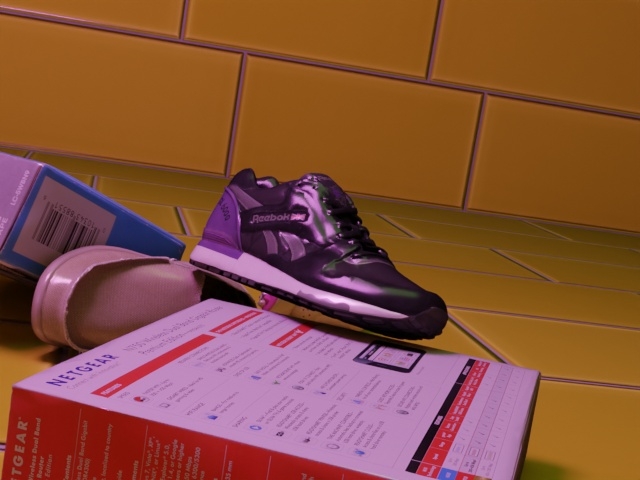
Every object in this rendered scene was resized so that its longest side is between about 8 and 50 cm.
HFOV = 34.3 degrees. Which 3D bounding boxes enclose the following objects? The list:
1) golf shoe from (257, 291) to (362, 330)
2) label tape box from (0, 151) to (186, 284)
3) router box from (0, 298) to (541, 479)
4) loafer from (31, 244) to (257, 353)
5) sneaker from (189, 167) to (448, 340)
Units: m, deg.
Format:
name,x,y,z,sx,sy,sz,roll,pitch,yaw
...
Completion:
name,x,y,z,sx,sy,sz,roll,pitch,yaw
golf shoe,0.009,0.047,1.316,0.140,0.115,0.306,20,15,1
label tape box,-0.349,-0.025,1.105,0.333,0.106,0.240,15,-12,32
router box,-0.006,0.134,0.744,0.301,0.082,0.335,11,9,14
loafer,-0.160,0.059,1.014,0.092,0.102,0.268,8,6,36
sneaker,0.000,0.000,0.939,0.283,0.124,0.107,18,-6,38
